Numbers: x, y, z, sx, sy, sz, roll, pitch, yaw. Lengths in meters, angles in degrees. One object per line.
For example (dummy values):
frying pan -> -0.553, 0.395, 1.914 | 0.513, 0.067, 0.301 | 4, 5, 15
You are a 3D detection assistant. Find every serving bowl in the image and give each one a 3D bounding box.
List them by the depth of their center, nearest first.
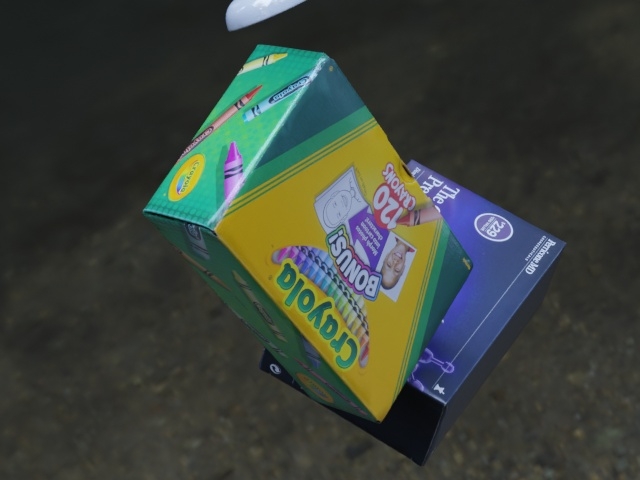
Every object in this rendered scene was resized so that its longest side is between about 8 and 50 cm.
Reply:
serving bowl -> -0.047, -0.210, 1.323 | 0.083, 0.027, 0.083 | -23, 12, 5

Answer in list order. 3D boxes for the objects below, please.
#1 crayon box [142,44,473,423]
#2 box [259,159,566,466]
crayon box -> 0.000, 0.000, 1.199 | 0.081, 0.278, 0.165 | 15, 64, 41
box -> 0.092, 0.062, 1.460 | 0.184, 0.103, 0.261 | 31, 47, 13
